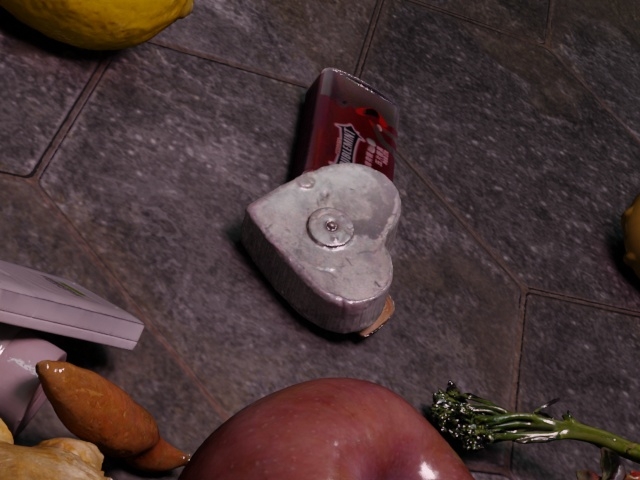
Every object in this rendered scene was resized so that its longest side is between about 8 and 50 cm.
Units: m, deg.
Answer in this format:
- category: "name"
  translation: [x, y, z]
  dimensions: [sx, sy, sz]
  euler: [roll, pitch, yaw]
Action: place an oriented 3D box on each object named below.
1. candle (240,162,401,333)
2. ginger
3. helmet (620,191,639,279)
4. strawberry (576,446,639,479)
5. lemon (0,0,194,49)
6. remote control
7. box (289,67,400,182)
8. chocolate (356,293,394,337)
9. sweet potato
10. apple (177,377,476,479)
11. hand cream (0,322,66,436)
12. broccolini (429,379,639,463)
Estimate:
- category: "candle"
  translation: [0.000, 0.000, 1.597]
  dimensions: [0.169, 0.068, 0.192]
  euler: [11, 51, -4]
- category: "ginger"
  translation: [-0.221, 0.207, 1.149]
  dimensions: [0.216, 0.102, 0.157]
  euler: [11, 27, -31]
- category: "helmet"
  translation: [0.480, -0.002, 2.034]
  dimensions: [0.257, 0.140, 0.205]
  euler: [13, 73, -51]
- category: "strawberry"
  translation: [0.297, 0.375, 1.442]
  dimensions: [0.306, 0.138, 0.233]
  euler: [53, 41, -10]
- category: "lemon"
  translation: [-0.260, -0.329, 1.637]
  dimensions: [0.288, 0.233, 0.233]
  euler: [33, 34, -6]
- category: "remote control"
  translation: [-0.244, 0.047, 1.266]
  dimensions: [0.103, 0.034, 0.250]
  euler: [27, 1, 23]
- category: "box"
  translation: [0.030, -0.103, 1.788]
  dimensions: [0.120, 0.069, 0.224]
  euler: [30, 36, -14]
- category: "chocolate"
  translation: [0.028, 0.063, 1.620]
  dimensions: [0.101, 0.031, 0.064]
  euler: [37, 52, 11]
- category: "sweet potato"
  translation: [-0.172, 0.150, 1.247]
  dimensions: [0.202, 0.055, 0.058]
  euler: [51, 36, -53]
- category: "apple"
  translation: [0.017, 0.261, 1.191]
  dimensions: [0.306, 0.235, 0.305]
  euler: [24, 38, -20]
- category: "hand cream"
  translation: [-0.331, 0.063, 1.245]
  dimensions: [0.248, 0.083, 0.133]
  euler: [30, 23, 0]
- category: "broccolini"
  translation: [0.232, 0.199, 1.522]
  dimensions: [0.272, 0.062, 0.123]
  euler: [13, 25, 20]
